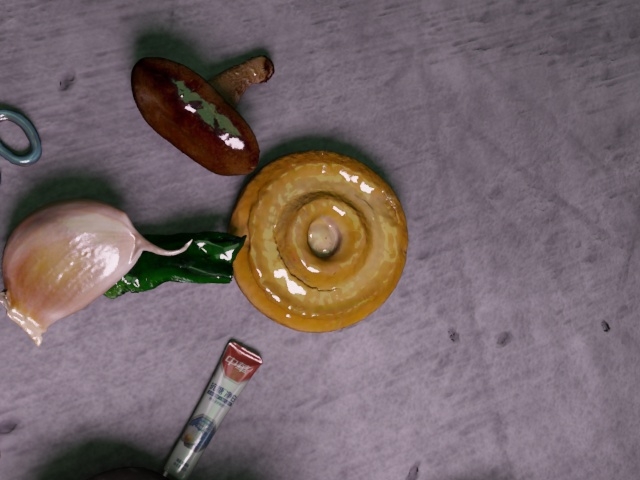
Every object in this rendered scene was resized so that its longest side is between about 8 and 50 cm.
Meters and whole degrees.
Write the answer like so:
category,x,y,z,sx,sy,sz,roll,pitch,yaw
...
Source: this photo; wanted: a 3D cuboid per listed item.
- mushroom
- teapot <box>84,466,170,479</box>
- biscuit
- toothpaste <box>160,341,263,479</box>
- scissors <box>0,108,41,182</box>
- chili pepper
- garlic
category,x,y,z,sx,sy,sz,roll,pitch,yaw
mushroom,-0.157,-0.230,1.054,0.227,0.148,0.217,43,57,-18
teapot,-0.160,0.462,0.847,0.376,0.362,0.305,21,75,-54
biscuit,0.000,0.000,1.079,0.297,0.102,0.296,1,86,-14
toothpaste,-0.171,0.269,1.037,0.062,0.039,0.239,31,75,-4
scissors,-0.532,-0.199,0.969,0.138,0.041,0.289,-44,101,-16
chili pepper,-0.216,0.029,0.997,0.225,0.061,0.098,-11,56,7
garlic,-0.327,0.004,0.951,0.267,0.128,0.148,-28,119,9
